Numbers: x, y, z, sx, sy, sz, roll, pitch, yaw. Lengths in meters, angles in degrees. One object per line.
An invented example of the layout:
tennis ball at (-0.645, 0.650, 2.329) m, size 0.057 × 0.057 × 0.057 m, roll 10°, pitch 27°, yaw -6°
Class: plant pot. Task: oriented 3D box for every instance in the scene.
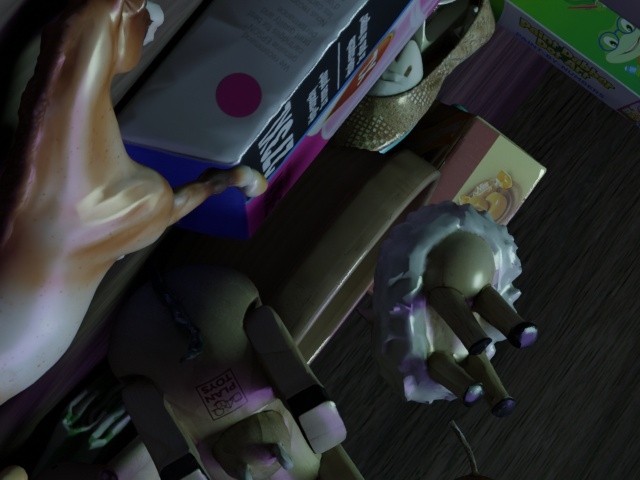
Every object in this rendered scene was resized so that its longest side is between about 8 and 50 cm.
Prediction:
plant pot at (-0.032, 0.019, 1.025) m, size 0.237 × 0.109 × 0.237 m, roll -53°, pitch 174°, yaw -8°

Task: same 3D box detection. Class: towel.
towel at (-0.145, 0.129, 1.174) m, size 0.248 × 0.038 × 0.325 m, roll -55°, pitch 176°, yaw 36°

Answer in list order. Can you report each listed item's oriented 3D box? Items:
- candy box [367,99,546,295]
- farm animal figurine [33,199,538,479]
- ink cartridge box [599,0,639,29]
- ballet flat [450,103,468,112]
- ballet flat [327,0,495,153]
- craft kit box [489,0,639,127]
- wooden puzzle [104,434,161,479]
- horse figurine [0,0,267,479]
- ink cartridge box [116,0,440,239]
candy box at (0.100, -0.037, 1.479) m, size 0.183 × 0.087 × 0.316 m, roll -54°, pitch -170°, yaw 4°
farm animal figurine at (-0.053, 0.139, 0.832) m, size 0.330 × 0.172 × 0.327 m, roll -17°, pitch 130°, yaw -17°
ink cartridge box at (0.196, -0.223, 0.915) m, size 0.148 × 0.203 × 0.086 m, roll -53°, pitch 172°, yaw 0°
ballet flat at (0.139, -0.085, 1.903) m, size 0.096 × 0.095 × 0.280 m, roll -42°, pitch 162°, yaw -10°
ballet flat at (0.065, -0.140, 1.141) m, size 0.206 × 0.073 × 0.067 m, roll -51°, pitch 147°, yaw -39°
craft kit box at (0.271, -0.233, 1.232) m, size 0.250 × 0.246 × 0.061 m, roll -52°, pitch 171°, yaw -13°
wooden puzzle at (-0.125, 0.285, 1.059) m, size 0.348 × 0.080 × 0.322 m, roll -27°, pitch 131°, yaw -71°
horse figurine at (-0.118, 0.028, 0.581) m, size 0.263 × 0.066 × 0.174 m, roll -49°, pitch 165°, yaw 4°
ink cartridge box at (0.000, -0.111, 0.762) m, size 0.371 × 0.069 × 0.176 m, roll -49°, pitch 174°, yaw -9°
